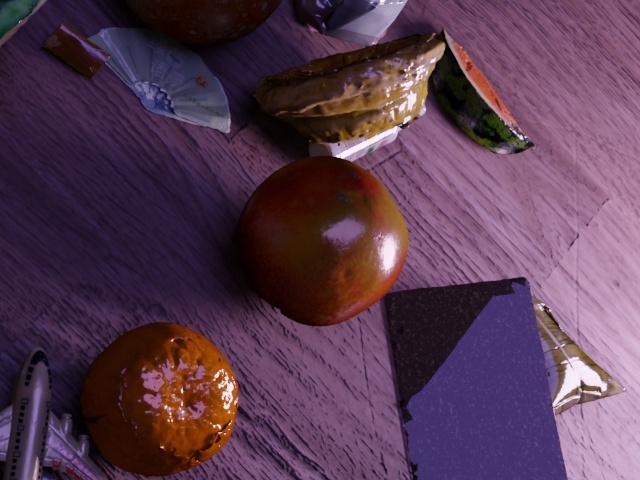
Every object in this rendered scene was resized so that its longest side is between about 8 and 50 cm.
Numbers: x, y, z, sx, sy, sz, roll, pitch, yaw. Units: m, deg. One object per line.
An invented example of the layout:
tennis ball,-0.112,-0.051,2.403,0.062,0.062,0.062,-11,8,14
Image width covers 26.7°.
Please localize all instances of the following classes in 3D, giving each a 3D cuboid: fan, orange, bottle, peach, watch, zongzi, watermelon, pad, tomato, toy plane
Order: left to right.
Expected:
toy plane,-0.347,0.246,1.580,0.229,0.092,0.244,12,63,-24
orange,-0.198,0.194,1.651,0.193,0.161,0.193,8,73,-28
fan,-0.221,-0.234,1.912,0.240,0.009,0.131,31,55,-15
tomato,-0.158,-0.419,1.897,0.270,0.223,0.270,14,62,-29
peach,0.000,0.000,1.816,0.231,0.231,0.231,12,64,-26
bottle,0.078,-0.163,2.025,0.217,0.060,0.060,-28,85,-35
watch,0.082,-0.445,2.036,0.162,0.241,0.253,11,65,-28
pad,0.221,0.219,1.923,0.220,0.004,0.330,-6,72,-5
watermelon,0.251,-0.230,2.163,0.245,0.063,0.119,51,35,4
zongzi,0.359,0.155,2.032,0.204,0.094,0.204,-10,75,-32

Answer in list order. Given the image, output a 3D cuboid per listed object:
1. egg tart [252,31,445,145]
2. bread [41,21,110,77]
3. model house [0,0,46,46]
egg tart,0.048,-0.211,1.918,0.290,0.290,0.115,-24,106,-36
bread,-0.331,-0.259,1.836,0.083,0.047,0.036,36,26,-15
model house,-0.524,-0.300,1.613,0.280,0.245,0.312,47,47,-14
